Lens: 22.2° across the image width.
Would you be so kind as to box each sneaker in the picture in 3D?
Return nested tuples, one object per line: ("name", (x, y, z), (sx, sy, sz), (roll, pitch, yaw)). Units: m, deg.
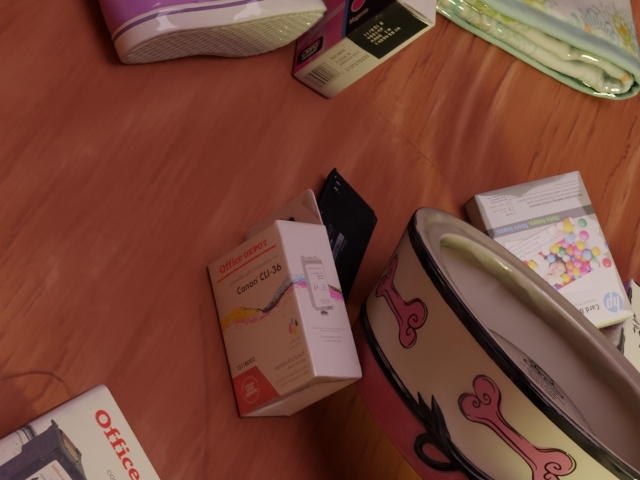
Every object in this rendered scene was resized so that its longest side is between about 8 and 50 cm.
("sneaker", (-0.117, -0.278, 1.704), (0.282, 0.102, 0.161), (-9, 70, -47))

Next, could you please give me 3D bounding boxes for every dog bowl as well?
("dog bowl", (0.194, 0.160, 1.606), (0.408, 0.150, 0.408), (39, 15, -13))

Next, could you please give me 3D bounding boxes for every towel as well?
("towel", (0.280, -0.384, 2.170), (0.374, 0.090, 0.321), (23, 53, -35))

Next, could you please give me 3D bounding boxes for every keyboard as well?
("keyboard", (0.000, 0.000, 1.712), (0.108, 0.023, 0.180), (46, 41, -24))

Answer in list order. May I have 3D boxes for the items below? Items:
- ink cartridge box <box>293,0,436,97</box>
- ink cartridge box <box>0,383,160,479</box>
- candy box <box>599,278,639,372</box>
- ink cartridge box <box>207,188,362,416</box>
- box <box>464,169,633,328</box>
("ink cartridge box", (0.062, -0.351, 1.864), (0.069, 0.175, 0.371), (31, 48, -28))
("ink cartridge box", (-0.230, 0.241, 1.276), (0.237, 0.100, 0.172), (-30, 90, -49))
("candy box", (0.405, 0.171, 1.974), (0.196, 0.070, 0.165), (39, 45, -21))
("ink cartridge box", (-0.041, 0.058, 1.564), (0.067, 0.115, 0.198), (6, 62, -43))
("box", (0.266, 0.022, 1.907), (0.145, 0.038, 0.186), (-13, 76, -20))
